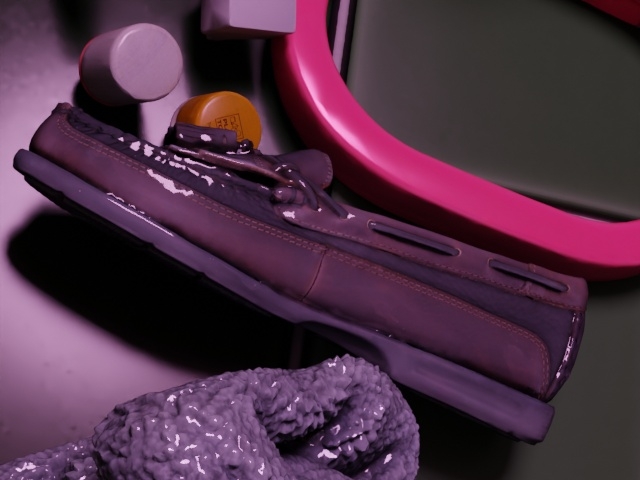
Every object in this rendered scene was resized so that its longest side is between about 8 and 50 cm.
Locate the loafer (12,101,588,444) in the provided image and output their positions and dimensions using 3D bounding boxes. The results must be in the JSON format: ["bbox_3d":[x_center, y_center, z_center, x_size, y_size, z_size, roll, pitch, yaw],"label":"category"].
[{"bbox_3d":[0.000,0.000,0.643,0.302,0.109,0.095,29,85,-15],"label":"loafer"}]

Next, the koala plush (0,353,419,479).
[{"bbox_3d":[-0.024,0.177,0.553,0.203,0.196,0.221,-6,74,-49],"label":"koala plush"}]

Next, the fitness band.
[{"bbox_3d":[0.114,-0.095,0.742,0.290,0.054,0.209,21,73,-8],"label":"fitness band"}]

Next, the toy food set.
[{"bbox_3d":[-0.086,-0.155,0.693,0.111,0.104,0.232,0,93,-30],"label":"toy food set"}]
